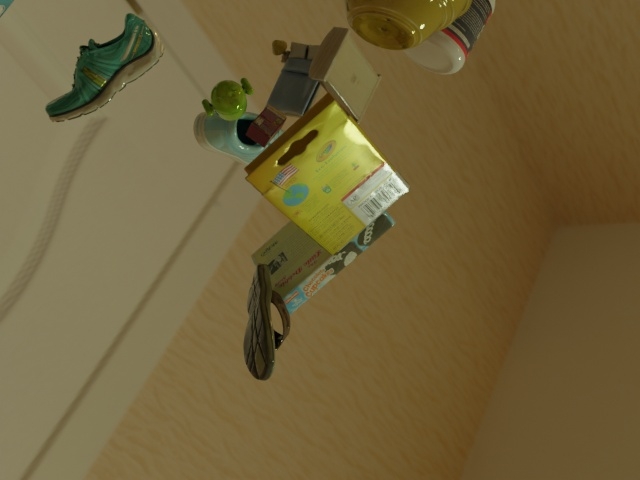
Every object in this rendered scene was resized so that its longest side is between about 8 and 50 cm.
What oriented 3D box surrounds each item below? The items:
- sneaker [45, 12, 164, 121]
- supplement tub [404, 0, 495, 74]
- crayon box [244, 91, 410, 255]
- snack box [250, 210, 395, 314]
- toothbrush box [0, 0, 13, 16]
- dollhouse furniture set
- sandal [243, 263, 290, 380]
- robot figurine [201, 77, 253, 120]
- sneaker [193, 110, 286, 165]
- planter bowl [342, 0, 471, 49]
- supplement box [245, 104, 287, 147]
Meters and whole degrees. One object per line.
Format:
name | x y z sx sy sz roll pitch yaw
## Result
sneaker | -0.439 -0.339 1.684 0.275 0.110 0.107 -38 -149 6
supplement tub | 0.350 -0.604 2.297 0.191 0.191 0.272 15 -109 50
crayon box | 0.008 -0.122 1.511 0.202 0.318 0.081 -40 -126 5
snack box | 0.000 0.000 1.962 0.322 0.060 0.187 -41 -137 7
toothbrush box | -0.373 -0.345 0.873 0.295 0.126 0.216 -37 180 28
dollhouse furniture set | -0.060 -0.371 2.056 0.303 0.198 0.287 17 -105 35
sandal | -0.105 0.162 1.808 0.303 0.086 0.120 -93 -156 -49
robot figurine | -0.175 -0.269 1.641 0.101 0.067 0.115 -27 177 -2
sneaker | -0.163 -0.263 2.255 0.150 0.366 0.135 5 -87 34
planter bowl | 0.104 -0.339 1.241 0.217 0.217 0.090 4 -109 45
supplement box | -0.121 -0.257 1.924 0.083 0.055 0.043 -54 180 -40
